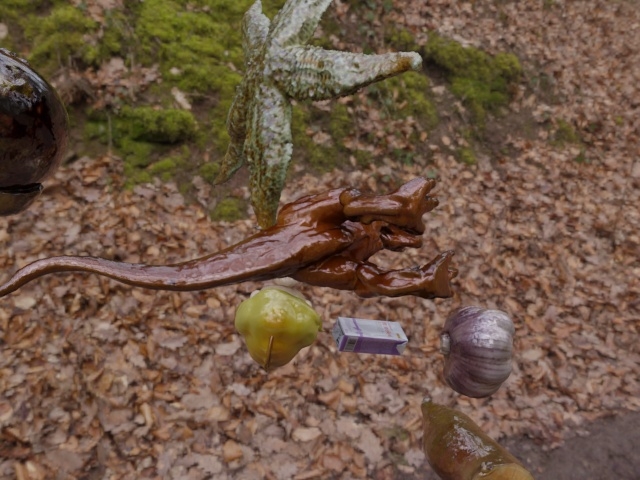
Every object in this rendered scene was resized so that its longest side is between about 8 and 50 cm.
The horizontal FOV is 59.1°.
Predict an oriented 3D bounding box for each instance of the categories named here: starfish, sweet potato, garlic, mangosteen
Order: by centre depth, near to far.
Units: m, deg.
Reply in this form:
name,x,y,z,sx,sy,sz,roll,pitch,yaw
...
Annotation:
name,x,y,z,sx,sy,sz,roll,pitch,yaw
mangosteen,-0.375,-0.102,0.595,0.193,0.216,0.192,19,1,0
starfish,-0.057,-0.190,0.667,0.078,0.347,0.357,12,33,-40
garlic,0.238,0.174,0.888,0.102,0.159,0.147,3,59,-7
sweet potato,0.251,0.385,1.055,0.131,0.131,0.337,-3,10,-17

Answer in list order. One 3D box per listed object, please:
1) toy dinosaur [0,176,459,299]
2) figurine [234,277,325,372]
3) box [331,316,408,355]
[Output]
name,x,y,z,sx,sy,sz,roll,pitch,yaw
toy dinosaur,0.000,0.000,0.472,0.208,0.096,0.432,2,3,42
figurine,-0.063,0.102,0.958,0.157,0.246,0.131,9,-15,3
box,0.081,0.157,0.924,0.117,0.036,0.050,7,30,-22
